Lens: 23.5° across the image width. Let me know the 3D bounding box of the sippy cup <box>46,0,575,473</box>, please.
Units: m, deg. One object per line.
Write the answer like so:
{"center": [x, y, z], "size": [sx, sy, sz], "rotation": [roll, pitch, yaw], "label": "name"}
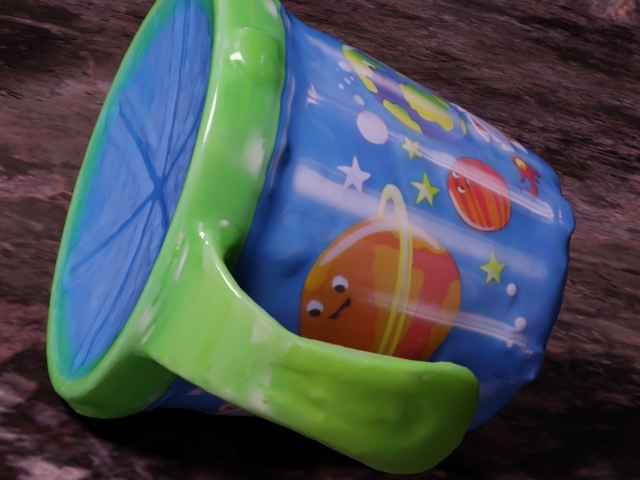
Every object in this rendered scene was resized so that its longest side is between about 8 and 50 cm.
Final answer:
{"center": [0.000, 0.000, 0.812], "size": [0.224, 0.240, 0.305], "rotation": [18, 57, -22], "label": "sippy cup"}
